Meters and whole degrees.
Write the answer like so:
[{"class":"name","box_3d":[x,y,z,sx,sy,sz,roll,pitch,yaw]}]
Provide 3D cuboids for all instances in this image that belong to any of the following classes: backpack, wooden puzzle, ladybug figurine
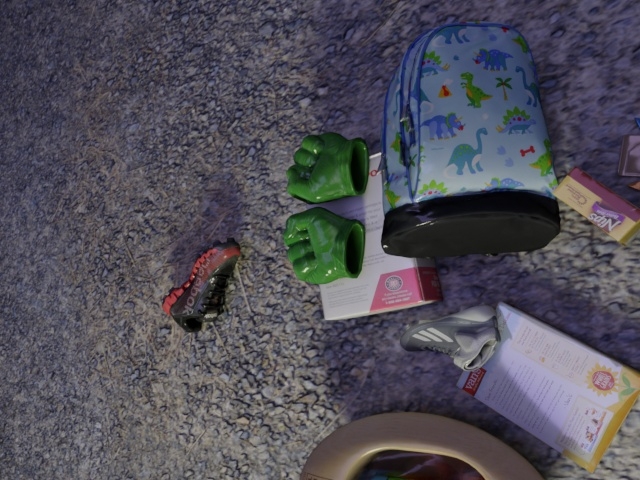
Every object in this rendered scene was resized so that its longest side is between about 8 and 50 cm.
[{"class":"backpack","box_3d":[0.234,-0.175,0.849,0.291,0.273,0.355,0,63,-2]},{"class":"wooden puzzle","box_3d":[0.513,-0.131,0.810,0.079,0.014,0.116,17,95,28]},{"class":"ladybug figurine","box_3d":[0.170,0.449,0.863,0.450,0.162,0.304,-1,70,28]}]

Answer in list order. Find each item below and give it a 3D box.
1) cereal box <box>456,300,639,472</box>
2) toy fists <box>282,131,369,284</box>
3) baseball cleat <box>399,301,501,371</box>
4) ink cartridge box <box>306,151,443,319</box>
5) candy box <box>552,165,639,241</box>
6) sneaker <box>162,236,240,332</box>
[{"class":"cereal box","box_3d":[0.369,0.230,0.844,0.240,0.047,0.172,31,101,32]},{"class":"toy fists","box_3d":[0.001,-0.060,0.934,0.142,0.096,0.278,1,87,34]},{"class":"baseball cleat","box_3d":[0.218,0.181,0.898,0.206,0.072,0.109,-38,44,44]},{"class":"ink cartridge box","box_3d":[0.098,-0.002,0.994,0.207,0.117,0.282,-16,77,30]},{"class":"candy box","box_3d":[0.417,-0.047,0.758,0.109,0.187,0.053,46,110,26]},{"class":"sneaker","box_3d":[-0.264,0.116,1.222,0.276,0.098,0.135,-48,63,22]}]
